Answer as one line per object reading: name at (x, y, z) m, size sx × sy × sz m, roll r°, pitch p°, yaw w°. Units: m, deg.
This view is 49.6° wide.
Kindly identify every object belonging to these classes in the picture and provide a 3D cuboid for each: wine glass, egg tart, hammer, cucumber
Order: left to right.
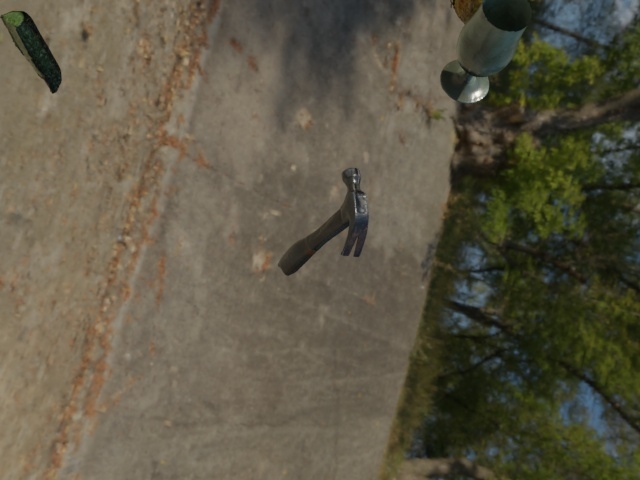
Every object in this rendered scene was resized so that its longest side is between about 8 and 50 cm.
cucumber at (-0.521, -0.348, 1.248) m, size 0.046 × 0.070 × 0.220 m, roll -48°, pitch 172°, yaw -17°
hammer at (0.000, 0.000, 1.226) m, size 0.290 × 0.037 × 0.137 m, roll -42°, pitch -130°, yaw 52°
egg tart at (0.272, -0.428, 1.223) m, size 0.130 × 0.052 × 0.130 m, roll 172°, pitch -90°, yaw -67°
wine glass at (0.261, -0.306, 1.102) m, size 0.202 × 0.093 × 0.093 m, roll 116°, pitch -9°, yaw -70°
